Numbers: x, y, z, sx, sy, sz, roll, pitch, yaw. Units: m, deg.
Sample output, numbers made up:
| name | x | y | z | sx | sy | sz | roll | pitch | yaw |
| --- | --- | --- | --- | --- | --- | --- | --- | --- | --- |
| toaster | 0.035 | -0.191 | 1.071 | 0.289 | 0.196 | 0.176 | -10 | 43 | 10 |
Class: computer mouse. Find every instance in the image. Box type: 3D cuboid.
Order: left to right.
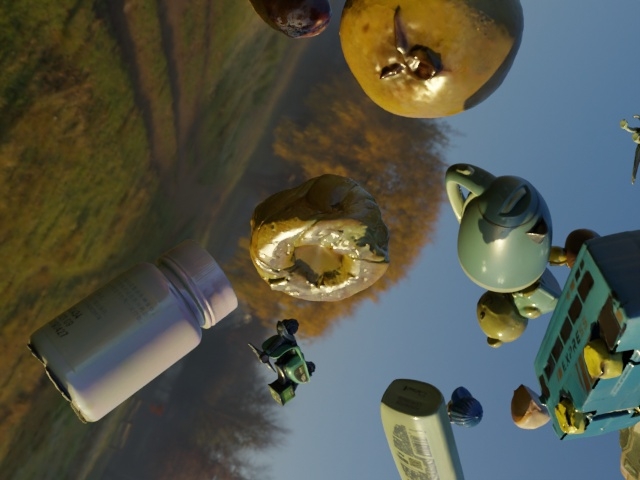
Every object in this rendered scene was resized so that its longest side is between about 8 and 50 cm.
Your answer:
| name | x | y | z | sx | sy | sz | roll | pitch | yaw |
| --- | --- | --- | --- | --- | --- | --- | --- | --- | --- |
| computer mouse | 0.808 | 0.480 | 1.612 | 0.115 | 0.200 | 0.388 | -13 | 116 | -42 |

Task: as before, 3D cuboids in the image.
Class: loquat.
| name | x | y | z | sx | sy | sz | roll | pitch | yaw |
| --- | --- | --- | --- | --- | --- | --- | --- | --- | --- |
| loquat | 0.207 | -0.393 | 1.273 | 0.328 | 0.329 | 0.359 | -59 | -178 | 45 |

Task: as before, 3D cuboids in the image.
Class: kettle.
| name | x | y | z | sx | sy | sz | roll | pitch | yaw |
| --- | --- | --- | --- | --- | --- | --- | --- | --- | --- |
| kettle | 0.445 | -0.061 | 1.771 | 0.247 | 0.319 | 0.342 | -47 | 154 | -11 |

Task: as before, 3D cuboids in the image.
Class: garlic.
| name | x | y | z | sx | sy | sz | roll | pitch | yaw |
| --- | --- | --- | --- | --- | --- | --- | --- | --- | --- |
| garlic | 0.682 | 0.548 | 2.203 | 0.207 | 0.115 | 0.128 | 24 | 85 | -86 |

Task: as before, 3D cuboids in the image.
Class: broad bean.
| name | x | y | z | sx | sy | sz | roll | pitch | yaw |
| --- | --- | --- | --- | --- | --- | --- | --- | --- | --- |
| broad bean | -0.077 | -0.554 | 1.549 | 0.156 | 0.228 | 0.122 | -44 | 174 | -4 |

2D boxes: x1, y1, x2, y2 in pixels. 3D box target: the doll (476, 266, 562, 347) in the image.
| name | x | y | z | sx | sy | sz | roll | pitch | yaw |
| --- | --- | --- | --- | --- | --- | --- | --- | --- | --- |
| doll | 0.574 | 0.186 | 2.028 | 0.260 | 0.162 | 0.177 | -45 | -148 | 29 |

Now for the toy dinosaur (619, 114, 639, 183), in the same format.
| name | x | y | z | sx | sy | sz | roll | pitch | yaw |
| --- | --- | --- | --- | --- | --- | --- | --- | --- | --- |
| toy dinosaur | 0.692 | -0.211 | 1.447 | 0.044 | 0.106 | 0.187 | 155 | -67 | -67 |

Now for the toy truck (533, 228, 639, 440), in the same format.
| name | x | y | z | sx | sy | sz | roll | pitch | yaw |
| --- | --- | --- | --- | --- | --- | --- | --- | --- | --- |
| toy truck | 0.416 | 0.151 | 0.970 | 0.384 | 0.161 | 0.162 | 83 | -4 | -52 |

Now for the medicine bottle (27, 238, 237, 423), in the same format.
| name | x | y | z | sx | sy | sz | roll | pitch | yaw |
| --- | --- | --- | --- | --- | --- | --- | --- | --- | --- |
| medicine bottle | -0.371 | 0.173 | 1.389 | 0.379 | 0.213 | 0.213 | -36 | 174 | -23 |

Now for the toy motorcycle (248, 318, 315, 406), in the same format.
| name | x | y | z | sx | sy | sz | roll | pitch | yaw |
| --- | --- | --- | --- | --- | --- | --- | --- | --- | --- |
| toy motorcycle | -0.068 | 0.224 | 1.294 | 0.100 | 0.058 | 0.173 | -33 | 130 | -24 |

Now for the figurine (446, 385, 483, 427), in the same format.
| name | x | y | z | sx | sy | sz | roll | pitch | yaw |
| --- | --- | --- | --- | --- | --- | --- | --- | --- | --- |
| figurine | 0.303 | 0.394 | 1.580 | 0.149 | 0.086 | 0.087 | -37 | -150 | 45 |

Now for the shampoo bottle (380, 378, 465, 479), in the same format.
| name | x | y | z | sx | sy | sz | roll | pitch | yaw |
| --- | --- | --- | --- | --- | --- | --- | --- | --- | --- |
| shampoo bottle | 0.192 | 0.402 | 1.271 | 0.078 | 0.134 | 0.359 | -51 | 136 | -37 |

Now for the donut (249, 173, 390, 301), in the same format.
| name | x | y | z | sx | sy | sz | roll | pitch | yaw |
| --- | --- | --- | --- | --- | --- | --- | --- | --- | --- |
| donut | 0.000 | 0.000 | 1.674 | 0.360 | 0.361 | 0.170 | 121 | -20 | -47 |

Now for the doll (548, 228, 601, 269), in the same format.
| name | x | y | z | sx | sy | sz | roll | pitch | yaw |
| --- | --- | --- | --- | --- | --- | --- | --- | --- | --- |
| doll | 0.710 | 0.029 | 1.930 | 0.145 | 0.188 | 0.096 | -60 | 145 | -30 |
